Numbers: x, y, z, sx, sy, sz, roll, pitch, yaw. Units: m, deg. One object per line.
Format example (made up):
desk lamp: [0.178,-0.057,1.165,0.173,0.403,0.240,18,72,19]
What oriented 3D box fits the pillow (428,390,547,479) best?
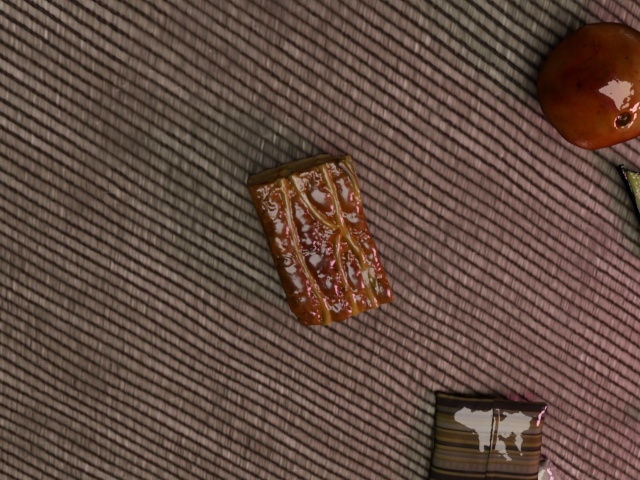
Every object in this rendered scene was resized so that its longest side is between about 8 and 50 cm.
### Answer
pillow: [0.310,0.391,1.771,0.208,0.052,0.212,5,101,6]

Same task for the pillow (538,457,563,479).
pillow: [0.445,0.526,1.839,0.128,0.051,0.229,-35,106,15]

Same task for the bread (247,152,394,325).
bread: [0.000,0.000,1.603,0.184,0.114,0.275,-18,110,1]

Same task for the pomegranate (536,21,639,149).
pomegranate: [0.451,-0.247,1.524,0.209,0.209,0.209,-2,107,-5]

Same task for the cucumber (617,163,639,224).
cucumber: [0.588,-0.054,1.678,0.070,0.046,0.220,-26,109,1]
